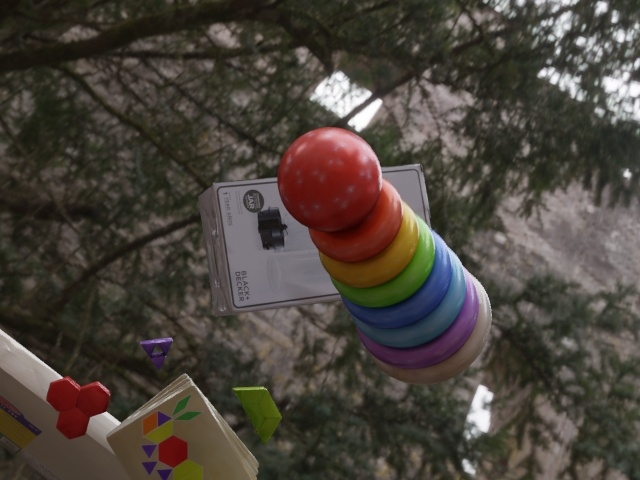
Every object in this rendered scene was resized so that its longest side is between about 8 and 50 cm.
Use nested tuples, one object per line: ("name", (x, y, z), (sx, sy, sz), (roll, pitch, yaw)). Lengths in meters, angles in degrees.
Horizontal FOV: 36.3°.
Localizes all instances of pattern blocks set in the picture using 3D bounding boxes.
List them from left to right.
("pattern blocks set", (-0.186, 0.286, 1.299), (0.285, 0.026, 0.324), (-23, -83, -10))

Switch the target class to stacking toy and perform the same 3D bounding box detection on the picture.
("stacking toy", (0.058, 0.013, 0.920), (0.141, 0.141, 0.330), (1, -29, 26))

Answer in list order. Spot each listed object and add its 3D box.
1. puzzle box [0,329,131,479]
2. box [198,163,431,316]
("puzzle box", (-0.415, 0.321, 1.584), (0.409, 0.052, 0.272), (41, -38, -9))
("box", (0.000, 0.000, 1.269), (0.087, 0.290, 0.169), (157, -76, -69))
